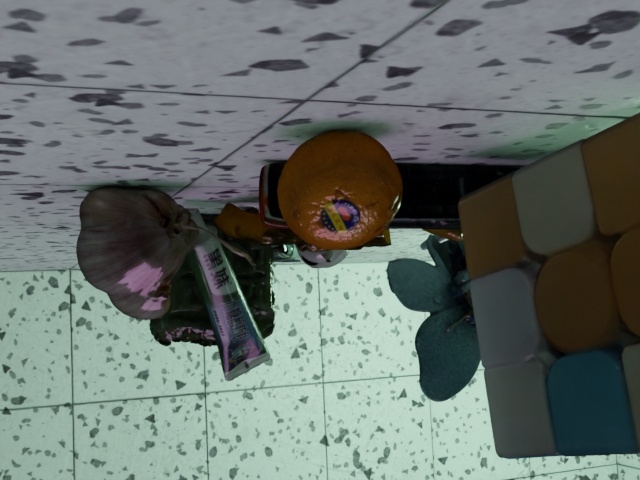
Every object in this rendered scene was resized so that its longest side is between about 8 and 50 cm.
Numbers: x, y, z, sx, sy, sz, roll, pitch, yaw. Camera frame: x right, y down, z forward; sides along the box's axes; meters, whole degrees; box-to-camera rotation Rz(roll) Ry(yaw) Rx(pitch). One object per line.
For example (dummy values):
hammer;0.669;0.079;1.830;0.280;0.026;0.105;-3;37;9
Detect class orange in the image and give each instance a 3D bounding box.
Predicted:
orange;0.021;-0.055;0.867;0.135;0.136;0.117;-3;-151;5

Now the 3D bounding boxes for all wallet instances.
wallet;-0.138;0.009;1.873;0.176;0.075;0.250;3;176;11

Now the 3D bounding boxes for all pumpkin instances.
pumpkin;-0.005;-0.027;1.350;0.290;0.095;0.258;4;176;-31

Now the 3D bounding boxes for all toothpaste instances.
toothpaste;-0.175;0.102;1.439;0.098;0.392;0.061;-26;-141;-15

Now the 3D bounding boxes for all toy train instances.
toy train;0.105;-0.057;1.100;0.409;0.086;0.089;-1;177;-21

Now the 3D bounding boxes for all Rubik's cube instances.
Rubik's cube;0.414;0.066;0.952;0.346;0.344;0.347;2;166;-30

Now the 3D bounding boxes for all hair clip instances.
hair clip;0.340;0.105;1.740;0.392;0.318;0.238;-34;178;21

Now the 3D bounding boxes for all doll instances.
doll;0.002;-0.001;1.596;0.110;0.107;0.181;33;171;7

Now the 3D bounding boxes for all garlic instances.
garlic;-0.224;0.003;1.202;0.256;0.207;0.207;-1;175;-4

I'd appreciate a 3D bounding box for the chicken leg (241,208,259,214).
chicken leg;-0.130;-0.047;1.480;0.036;0.021;0.083;-13;178;9

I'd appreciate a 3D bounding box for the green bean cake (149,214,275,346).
green bean cake;-0.210;0.078;1.572;0.241;0.255;0.132;5;170;-30

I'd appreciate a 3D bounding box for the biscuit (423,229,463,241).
biscuit;0.195;-0.035;1.329;0.154;0.045;0.299;26;-172;21
